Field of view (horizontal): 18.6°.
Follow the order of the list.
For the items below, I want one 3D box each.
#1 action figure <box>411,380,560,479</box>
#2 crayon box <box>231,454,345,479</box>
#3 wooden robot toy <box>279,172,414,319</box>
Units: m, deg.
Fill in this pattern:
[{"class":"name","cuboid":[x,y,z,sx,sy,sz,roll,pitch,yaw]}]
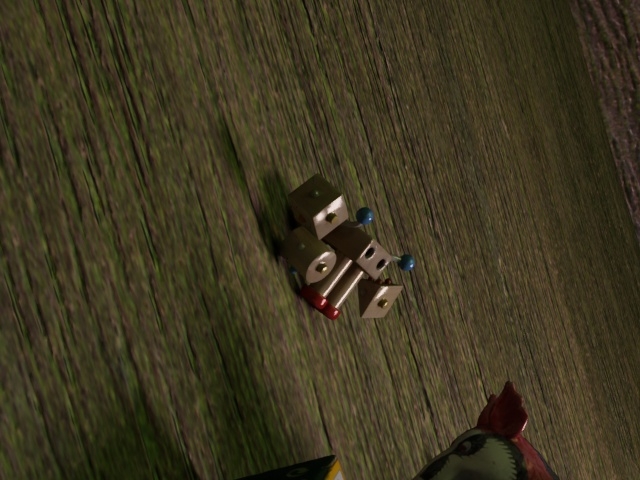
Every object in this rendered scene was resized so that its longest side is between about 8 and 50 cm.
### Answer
[{"class":"action figure","cuboid":[0.136,0.272,1.210,0.248,0.276,0.370,7,82,-67]},{"class":"crayon box","cuboid":[0.001,0.301,1.019,0.203,0.083,0.323,-47,119,-72]},{"class":"wooden robot toy","cuboid":[0.000,0.000,1.380,0.079,0.076,0.173,43,-2,31]}]
